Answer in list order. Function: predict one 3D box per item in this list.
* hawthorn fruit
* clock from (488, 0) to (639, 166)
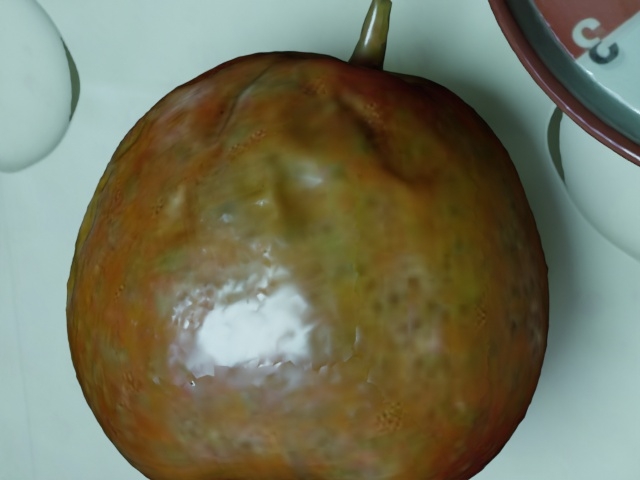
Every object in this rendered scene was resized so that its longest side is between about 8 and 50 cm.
[{"bbox_3d":[0.000,0.000,0.828,0.277,0.277,0.298,17,107,23],"label":"hawthorn fruit"},{"bbox_3d":[0.214,-0.159,0.669,0.318,0.080,0.318,15,127,20],"label":"clock"}]
